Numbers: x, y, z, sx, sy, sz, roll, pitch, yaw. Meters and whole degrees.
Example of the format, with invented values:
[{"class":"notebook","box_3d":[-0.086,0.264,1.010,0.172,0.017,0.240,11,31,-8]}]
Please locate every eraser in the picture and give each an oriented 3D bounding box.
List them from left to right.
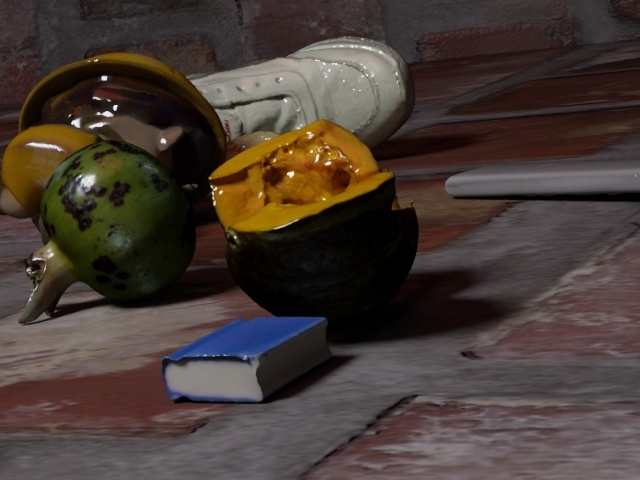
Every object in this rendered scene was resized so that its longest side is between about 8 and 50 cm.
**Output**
[{"class":"eraser","box_3d":[-0.040,0.065,0.907,0.063,0.027,0.085,-1,12,28]}]

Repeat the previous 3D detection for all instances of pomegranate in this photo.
[{"class":"pomegranate","box_3d":[-0.160,-0.001,1.174,0.161,0.122,0.122,-40,16,-8]}]

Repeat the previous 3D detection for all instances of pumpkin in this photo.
[{"class":"pumpkin","box_3d":[0.000,0.000,1.017,0.119,0.107,0.183,-15,18,-1]}]

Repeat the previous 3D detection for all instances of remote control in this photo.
[{"class":"remote control","box_3d":[0.216,-0.049,1.360,0.067,0.029,0.261,-17,11,-41]}]

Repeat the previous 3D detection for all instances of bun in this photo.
[{"class":"bun","box_3d":[-0.061,-0.064,1.567,0.086,0.054,0.086,-8,37,6]}]

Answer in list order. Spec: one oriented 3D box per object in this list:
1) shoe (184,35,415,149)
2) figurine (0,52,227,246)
[{"class":"shoe","box_3d":[-0.075,-0.121,1.728,0.342,0.132,0.210,-8,13,24]},{"class":"figurine","box_3d":[-0.190,-0.080,1.455,0.192,0.167,0.257,8,15,9]}]
